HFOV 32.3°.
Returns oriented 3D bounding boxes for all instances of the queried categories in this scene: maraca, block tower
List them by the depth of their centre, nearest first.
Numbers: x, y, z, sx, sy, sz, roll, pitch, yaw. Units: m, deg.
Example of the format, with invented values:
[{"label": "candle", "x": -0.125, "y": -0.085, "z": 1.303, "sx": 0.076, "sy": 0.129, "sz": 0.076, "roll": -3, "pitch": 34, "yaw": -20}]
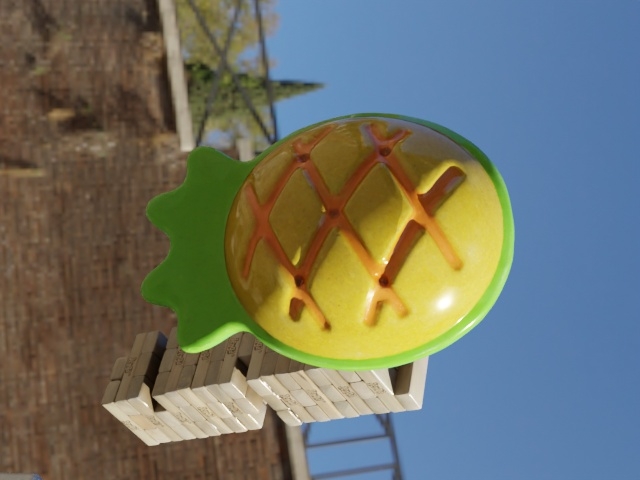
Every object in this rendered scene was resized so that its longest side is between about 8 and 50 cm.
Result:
[{"label": "maraca", "x": 0.000, "y": 0.000, "z": 0.535, "sx": 0.099, "sy": 0.186, "sz": 0.127, "roll": 48, "pitch": 42, "yaw": -65}, {"label": "block tower", "x": -0.060, "y": 0.132, "z": 1.127, "sx": 0.335, "sy": 0.097, "sz": 0.091, "roll": -12, "pitch": -134, "yaw": 28}]

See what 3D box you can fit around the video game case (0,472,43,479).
[{"label": "video game case", "x": -0.211, "y": 0.276, "z": 0.791, "sx": 0.329, "sy": 0.036, "sz": 0.300, "roll": -9, "pitch": -58, "yaw": 43}]
